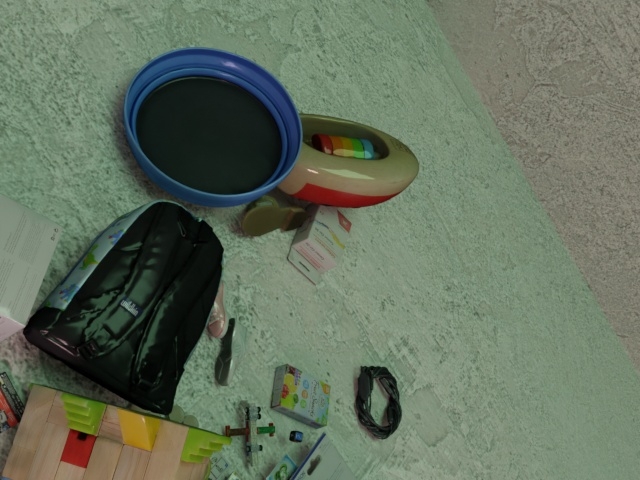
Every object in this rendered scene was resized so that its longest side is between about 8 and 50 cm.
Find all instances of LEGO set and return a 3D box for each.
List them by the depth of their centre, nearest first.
[{"bbox_3d":[-0.140,0.446,1.527,0.182,0.060,0.244,53,52,-13],"label":"LEGO set"}]

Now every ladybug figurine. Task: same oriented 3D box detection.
[{"bbox_3d":[0.040,-0.190,1.905,0.450,0.161,0.305,6,35,-22],"label":"ladybug figurine"}]

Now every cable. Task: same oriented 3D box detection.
[{"bbox_3d":[0.146,0.401,1.866,0.151,0.047,0.184,25,49,-44],"label":"cable"}]

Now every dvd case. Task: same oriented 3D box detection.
[{"bbox_3d":[-0.532,0.271,1.198,0.119,0.013,0.087,-31,93,-53],"label":"dvd case"}]

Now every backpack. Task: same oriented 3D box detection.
[{"bbox_3d":[-0.327,0.091,1.368,0.290,0.273,0.355,38,67,-25],"label":"backpack"}]

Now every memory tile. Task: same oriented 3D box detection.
[{"bbox_3d":[-0.300,0.348,1.415,0.148,0.012,0.113,44,43,-24],"label":"memory tile"}]

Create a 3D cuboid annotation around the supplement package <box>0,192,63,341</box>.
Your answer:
[{"bbox_3d":[-0.557,0.031,1.194,0.203,0.149,0.194,34,47,-32],"label":"supplement package"}]

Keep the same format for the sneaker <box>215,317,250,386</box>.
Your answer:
[{"bbox_3d":[-0.178,0.238,1.582,0.061,0.054,0.152,37,45,-33],"label":"sneaker"}]

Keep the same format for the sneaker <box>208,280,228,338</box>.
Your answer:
[{"bbox_3d":[-0.232,0.138,1.579,0.070,0.051,0.134,21,51,-38],"label":"sneaker"}]

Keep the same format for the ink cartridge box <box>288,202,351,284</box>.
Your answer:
[{"bbox_3d":[0.000,0.000,1.900,0.115,0.067,0.198,43,43,-24],"label":"ink cartridge box"}]

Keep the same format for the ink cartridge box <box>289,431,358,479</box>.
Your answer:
[{"bbox_3d":[0.041,0.592,1.620,0.332,0.065,0.165,58,39,-9],"label":"ink cartridge box"}]

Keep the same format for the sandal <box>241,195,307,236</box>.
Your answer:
[{"bbox_3d":[-0.132,-0.068,1.807,0.079,0.088,0.240,43,24,25],"label":"sandal"}]

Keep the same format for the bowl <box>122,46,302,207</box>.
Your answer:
[{"bbox_3d":[-0.235,-0.248,1.658,0.391,0.077,0.391,9,61,-17],"label":"bowl"}]

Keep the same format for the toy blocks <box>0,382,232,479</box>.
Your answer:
[{"bbox_3d":[-0.336,0.380,1.140,0.191,0.382,0.260,46,56,-63],"label":"toy blocks"}]

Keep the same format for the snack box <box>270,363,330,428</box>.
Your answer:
[{"bbox_3d":[-0.042,0.347,1.683,0.141,0.037,0.100,34,48,-32],"label":"snack box"}]

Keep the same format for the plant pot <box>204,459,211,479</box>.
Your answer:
[{"bbox_3d":[-0.249,0.405,1.356,0.134,0.095,0.134,14,69,-39],"label":"plant pot"}]
